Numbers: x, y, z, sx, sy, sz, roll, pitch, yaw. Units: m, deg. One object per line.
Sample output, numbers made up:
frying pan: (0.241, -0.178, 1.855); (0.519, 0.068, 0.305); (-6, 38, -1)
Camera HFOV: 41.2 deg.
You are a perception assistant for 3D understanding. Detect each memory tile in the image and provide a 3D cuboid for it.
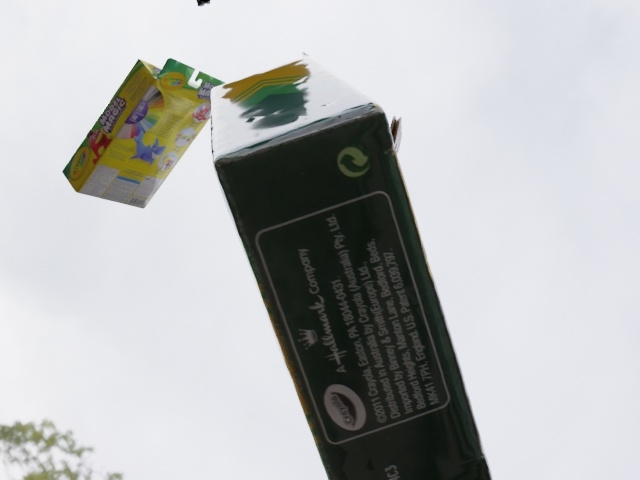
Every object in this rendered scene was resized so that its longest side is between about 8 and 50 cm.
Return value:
memory tile: (0.085, -0.084, 1.124); (0.012, 0.113, 0.148); (14, -95, 7)

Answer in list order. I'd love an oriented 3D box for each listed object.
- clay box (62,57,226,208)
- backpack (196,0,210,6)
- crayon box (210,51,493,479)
clay box: (-0.233, -0.150, 1.150); (0.222, 0.127, 0.053); (-51, -121, 15)
backpack: (-0.155, -0.482, 1.391); (0.152, 0.182, 0.115); (-33, -78, 39)
crayon box: (0.000, 0.000, 0.541); (0.083, 0.323, 0.203); (-19, -72, -1)
